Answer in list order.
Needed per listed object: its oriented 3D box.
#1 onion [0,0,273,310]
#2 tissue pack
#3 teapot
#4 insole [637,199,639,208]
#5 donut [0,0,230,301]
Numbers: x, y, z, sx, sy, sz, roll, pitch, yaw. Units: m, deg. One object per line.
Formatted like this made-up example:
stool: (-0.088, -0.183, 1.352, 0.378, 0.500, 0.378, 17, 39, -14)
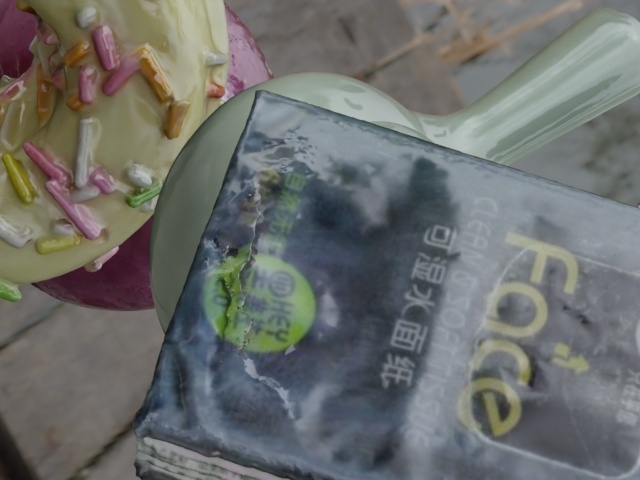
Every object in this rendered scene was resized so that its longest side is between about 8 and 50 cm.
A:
onion: (-0.209, -0.087, 1.769, 0.358, 0.358, 0.345, 52, 33, -20)
tissue pack: (0.057, 0.051, 0.746, 0.236, 0.073, 0.173, 19, 61, 3)
teapot: (0.040, -0.037, 1.050, 0.220, 0.149, 0.318, 34, 74, -28)
insole: (0.248, 0.056, 1.381, 0.111, 0.007, 0.327, 65, 30, -31)
donut: (-0.229, -0.110, 1.286, 0.307, 0.371, 0.150, 39, 17, -19)
